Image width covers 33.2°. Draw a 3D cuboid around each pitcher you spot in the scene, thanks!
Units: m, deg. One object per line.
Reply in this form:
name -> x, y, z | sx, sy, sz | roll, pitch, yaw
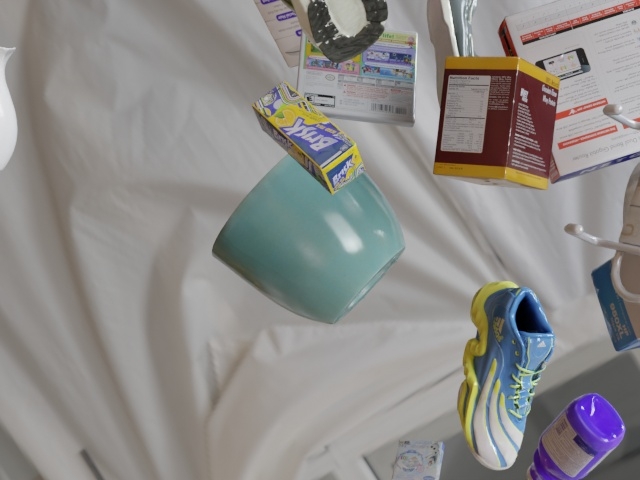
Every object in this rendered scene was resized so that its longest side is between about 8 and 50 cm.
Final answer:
pitcher -> -0.592, -0.225, 1.818 | 0.177, 0.207, 0.125 | 7, -175, 41

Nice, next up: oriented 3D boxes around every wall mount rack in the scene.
wall mount rack -> 0.518, -0.078, 1.571 | 0.304, 0.130, 0.350 | 15, -94, 55

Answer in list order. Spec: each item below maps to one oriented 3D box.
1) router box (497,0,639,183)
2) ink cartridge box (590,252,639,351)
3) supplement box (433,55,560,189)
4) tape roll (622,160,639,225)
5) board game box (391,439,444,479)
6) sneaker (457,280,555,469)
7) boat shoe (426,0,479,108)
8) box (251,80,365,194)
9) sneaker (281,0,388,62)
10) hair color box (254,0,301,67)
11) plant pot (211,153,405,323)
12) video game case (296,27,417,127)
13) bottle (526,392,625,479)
router box -> 0.520, -0.293, 1.891 | 0.335, 0.301, 0.082 | -17, 173, -2
ink cartridge box -> 0.680, 0.047, 1.802 | 0.285, 0.166, 0.395 | -9, 163, -14
supplement box -> 0.294, -0.192, 1.775 | 0.129, 0.194, 0.191 | 7, -179, 32
tape roll -> 0.773, -0.003, 2.257 | 0.072, 0.392, 0.392 | -14, -166, 47
board game box -> 0.189, 0.431, 2.076 | 0.090, 0.020, 0.090 | -2, -130, 23
sneaker -> 0.233, 0.165, 1.337 | 0.091, 0.240, 0.126 | 2, 170, -18
boat shoe -> 0.283, -0.350, 2.100 | 0.099, 0.320, 0.116 | -4, 167, -16
box -> -0.016, -0.134, 1.385 | 0.059, 0.169, 0.054 | -38, 142, -9
sneaker -> -0.054, -0.444, 1.549 | 0.158, 0.410, 0.182 | -37, -136, -9
hair color box -> -0.044, -0.519, 2.080 | 0.185, 0.339, 0.110 | -8, -147, 34
plant pot -> 0.000, 0.000, 1.823 | 0.293, 0.235, 0.293 | -46, 173, -7
video game case -> 0.066, -0.299, 1.906 | 0.212, 0.193, 0.023 | 6, 155, -4
bottle -> 0.495, 0.414, 2.130 | 0.092, 0.118, 0.283 | -22, 153, -30
